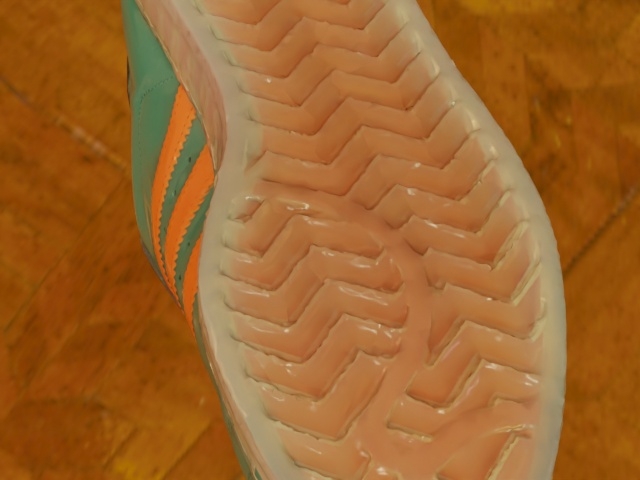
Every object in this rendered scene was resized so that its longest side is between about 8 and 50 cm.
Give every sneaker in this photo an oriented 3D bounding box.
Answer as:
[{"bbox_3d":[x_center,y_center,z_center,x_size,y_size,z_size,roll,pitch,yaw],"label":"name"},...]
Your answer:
[{"bbox_3d":[0.000,0.000,0.606,0.108,0.302,0.121,-8,141,-10],"label":"sneaker"}]
